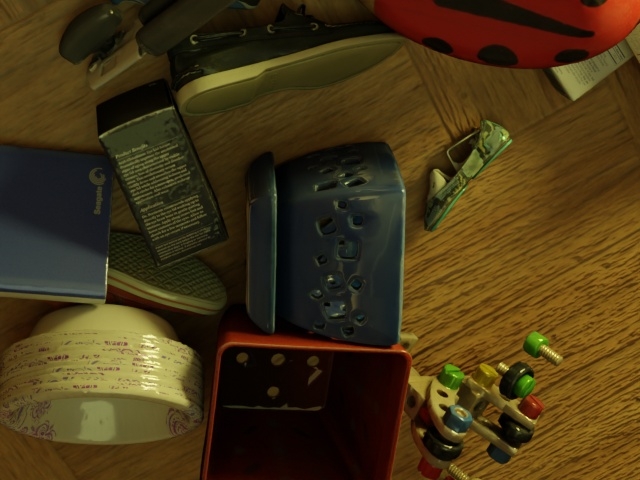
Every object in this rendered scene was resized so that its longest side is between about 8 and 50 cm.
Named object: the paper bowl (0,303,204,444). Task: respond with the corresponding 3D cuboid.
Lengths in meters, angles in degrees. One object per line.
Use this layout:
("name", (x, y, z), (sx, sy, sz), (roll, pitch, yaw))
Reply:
("paper bowl", (-0.302, 0.184, 1.713), (0.284, 0.284, 0.148), (6, 66, -14))

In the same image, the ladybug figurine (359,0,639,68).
("ladybug figurine", (0.217, -0.347, 1.573), (0.449, 0.162, 0.305), (14, 136, 7))

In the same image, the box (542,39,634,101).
("box", (0.370, -0.294, 1.752), (0.137, 0.072, 0.126), (-37, 115, 5))

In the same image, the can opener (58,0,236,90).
("can opener", (-0.223, -0.284, 1.559), (0.283, 0.076, 0.095), (-28, 138, 36))

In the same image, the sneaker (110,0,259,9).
("sneaker", (-0.184, -0.337, 1.627), (0.211, 0.080, 0.081), (10, 132, -16))

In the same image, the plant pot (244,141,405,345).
("plant pot", (0.000, 0.000, 1.710), (0.212, 0.236, 0.236), (0, 111, -5))

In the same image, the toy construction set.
("toy construction set", (0.181, 0.269, 1.899), (0.257, 0.237, 0.309), (-25, 137, -33))

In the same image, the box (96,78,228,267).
("box", (-0.215, -0.093, 1.665), (0.108, 0.153, 0.207), (-22, 113, -2))

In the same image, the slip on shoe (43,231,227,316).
("slip on shoe", (-0.296, 0.057, 1.735), (0.331, 0.123, 0.101), (10, 125, -13))

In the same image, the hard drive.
("hard drive", (-0.440, -0.030, 1.634), (0.318, 0.040, 0.210), (5, 66, -14))

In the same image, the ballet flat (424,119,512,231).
("ballet flat", (0.199, -0.100, 1.807), (0.070, 0.070, 0.188), (37, 98, -22))

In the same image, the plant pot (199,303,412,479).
("plant pot", (-0.042, 0.223, 1.780), (0.267, 0.236, 0.267), (4, 110, -13))

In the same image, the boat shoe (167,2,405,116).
("boat shoe", (-0.050, -0.262, 1.652), (0.340, 0.127, 0.113), (-19, 76, -18))

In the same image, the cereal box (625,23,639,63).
("cereal box", (0.474, -0.346, 1.722), (0.240, 0.047, 0.173), (52, 59, -24))
